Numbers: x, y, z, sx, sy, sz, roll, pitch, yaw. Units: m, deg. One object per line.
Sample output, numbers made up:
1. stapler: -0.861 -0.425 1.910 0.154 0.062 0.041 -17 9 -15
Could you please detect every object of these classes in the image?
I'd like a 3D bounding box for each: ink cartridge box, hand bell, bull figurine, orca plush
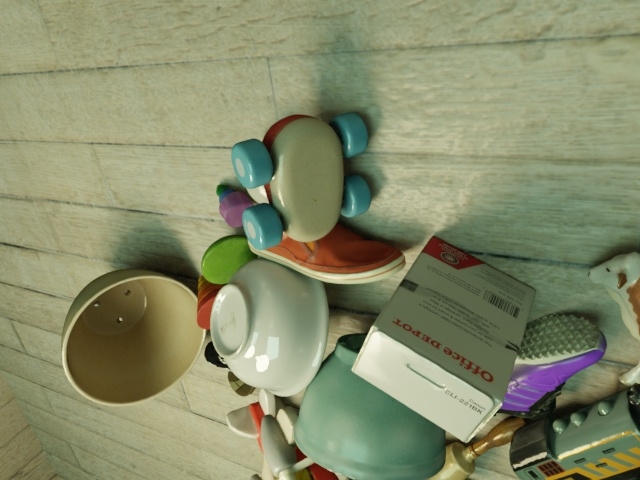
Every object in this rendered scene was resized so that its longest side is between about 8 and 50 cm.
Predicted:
1. ink cartridge box: 0.200 0.140 0.812 0.196 0.273 0.114 30 129 14
2. hand bell: 0.318 0.420 1.040 0.126 0.126 0.242 44 120 1
3. bull figurine: 0.527 0.129 0.717 0.310 0.101 0.189 17 128 24
4. orca plush: -0.192 0.265 1.208 0.287 0.102 0.151 5 92 39

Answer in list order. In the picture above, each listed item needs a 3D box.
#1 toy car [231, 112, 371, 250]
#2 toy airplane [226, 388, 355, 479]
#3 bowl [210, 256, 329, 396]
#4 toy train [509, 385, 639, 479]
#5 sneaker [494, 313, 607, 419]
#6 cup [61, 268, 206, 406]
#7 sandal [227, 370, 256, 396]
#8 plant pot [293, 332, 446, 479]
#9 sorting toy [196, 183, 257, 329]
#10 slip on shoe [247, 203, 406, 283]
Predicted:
1. toy car: -0.069 -0.126 0.906 0.238 0.219 0.211 33 137 49
2. toy airplane: -0.103 0.545 1.216 0.384 0.272 0.387 -8 108 51
3. bowl: -0.126 0.159 1.023 0.297 0.134 0.298 -13 73 49
4. toy train: 0.479 0.357 0.855 0.190 0.142 0.334 43 131 0
5. sneaker: 0.371 0.232 0.887 0.146 0.102 0.293 46 136 -6
6. cup: -0.484 0.203 1.291 0.236 0.330 0.332 27 134 51
7. sandal: -0.157 0.309 1.286 0.090 0.060 0.219 50 119 28
8. plant pot: 0.106 0.293 0.991 0.292 0.293 0.197 10 95 27
9. sorting toy: -0.227 0.030 1.151 0.126 0.126 0.366 49 136 38
10. slip on shoe: 0.000 0.000 0.963 0.331 0.123 0.102 16 121 29
